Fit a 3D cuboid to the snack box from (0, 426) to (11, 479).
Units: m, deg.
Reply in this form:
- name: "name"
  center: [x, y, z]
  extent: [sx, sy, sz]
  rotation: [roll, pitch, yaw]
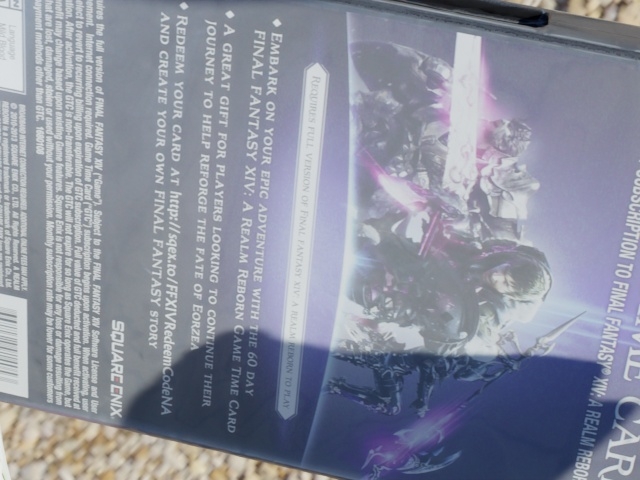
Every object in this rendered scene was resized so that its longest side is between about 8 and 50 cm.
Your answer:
- name: "snack box"
  center: [-0.199, 0.102, 0.590]
  extent: [0.187, 0.060, 0.322]
  rotation: [-9, 94, 14]

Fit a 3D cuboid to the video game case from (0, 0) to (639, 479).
- name: "video game case"
  center: [0.000, 0.000, 0.599]
  extent: [0.274, 0.026, 0.196]
  rotation: [11, 123, 9]
